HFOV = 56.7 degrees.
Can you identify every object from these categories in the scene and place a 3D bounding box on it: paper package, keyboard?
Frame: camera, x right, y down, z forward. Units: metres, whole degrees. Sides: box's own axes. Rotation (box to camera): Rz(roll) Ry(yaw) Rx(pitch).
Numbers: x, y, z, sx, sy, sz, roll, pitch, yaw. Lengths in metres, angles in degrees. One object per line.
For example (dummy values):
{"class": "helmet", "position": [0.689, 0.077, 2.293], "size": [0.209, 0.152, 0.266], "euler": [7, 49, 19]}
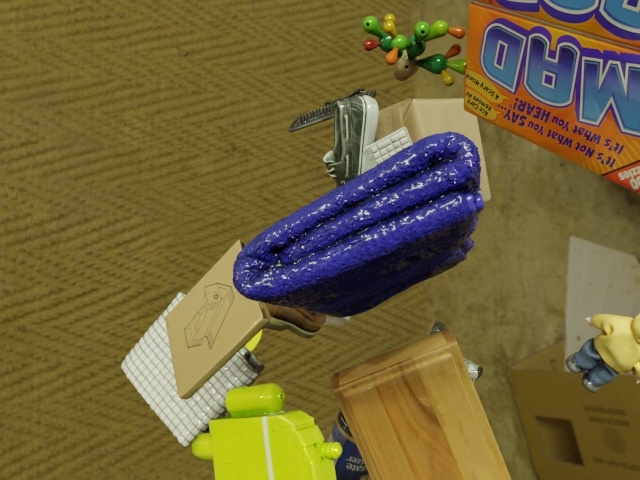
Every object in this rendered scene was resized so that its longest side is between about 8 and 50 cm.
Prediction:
{"class": "paper package", "position": [0.296, -0.218, 1.596], "size": [0.324, 0.168, 0.310], "euler": [-15, 97, -47]}
{"class": "keyboard", "position": [0.047, -0.459, 2.036], "size": [0.033, 0.317, 0.202], "euler": [65, 29, -23]}
{"class": "keyboard", "position": [0.142, -0.060, 0.938], "size": [0.072, 0.014, 0.256], "euler": [-24, 127, 6]}

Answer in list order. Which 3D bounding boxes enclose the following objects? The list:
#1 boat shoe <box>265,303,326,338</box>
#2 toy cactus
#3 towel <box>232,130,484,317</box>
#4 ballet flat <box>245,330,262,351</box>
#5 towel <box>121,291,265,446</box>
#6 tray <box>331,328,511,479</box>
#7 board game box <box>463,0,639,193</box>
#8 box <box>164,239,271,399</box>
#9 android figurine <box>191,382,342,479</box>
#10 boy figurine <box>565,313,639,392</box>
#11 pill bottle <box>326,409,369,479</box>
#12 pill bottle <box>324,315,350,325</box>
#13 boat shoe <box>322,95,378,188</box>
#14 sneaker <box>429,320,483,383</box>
{"class": "boat shoe", "position": [-0.040, 0.116, 1.151], "size": [0.110, 0.307, 0.104], "euler": [44, 97, 18]}
{"class": "toy cactus", "position": [0.174, -0.340, 1.105], "size": [0.218, 0.180, 0.112], "euler": [12, 80, -4]}
{"class": "towel", "position": [0.062, 0.015, 0.594], "size": [0.227, 0.308, 0.076], "euler": [-31, 74, 7]}
{"class": "ballet flat", "position": [-0.249, 0.315, 1.722], "size": [0.231, 0.077, 0.077], "euler": [-53, 143, -30]}
{"class": "towel", "position": [-0.288, 0.293, 1.363], "size": [0.283, 0.121, 0.235], "euler": [39, 84, 26]}
{"class": "tray", "position": [0.190, 0.370, 0.946], "size": [0.202, 0.076, 0.411], "euler": [-22, 97, 4]}
{"class": "board game box", "position": [0.459, -0.336, 0.815], "size": [0.356, 0.356, 0.357], "euler": [-23, 130, -21]}
{"class": "box", "position": [-0.165, 0.120, 0.915], "size": [0.021, 0.201, 0.164], "euler": [26, 28, -41]}
{"class": "android figurine", "position": [-0.075, 0.327, 0.827], "size": [0.056, 0.272, 0.249], "euler": [5, 71, -51]}
{"class": "boy figurine", "position": [0.679, 0.231, 1.338], "size": [0.092, 0.285, 0.177], "euler": [-22, 63, -37]}
{"class": "pill bottle", "position": [0.070, 0.501, 1.392], "size": [0.122, 0.123, 0.219], "euler": [6, 115, -27]}
{"class": "pill bottle", "position": [0.039, 0.081, 1.664], "size": [0.161, 0.161, 0.283], "euler": [28, 64, -22]}
{"class": "boat shoe", "position": [0.061, -0.206, 1.513], "size": [0.119, 0.121, 0.336], "euler": [-2, 117, -15]}
{"class": "sneaker", "position": [0.358, 0.303, 1.543], "size": [0.086, 0.132, 0.229], "euler": [-54, 143, -36]}
